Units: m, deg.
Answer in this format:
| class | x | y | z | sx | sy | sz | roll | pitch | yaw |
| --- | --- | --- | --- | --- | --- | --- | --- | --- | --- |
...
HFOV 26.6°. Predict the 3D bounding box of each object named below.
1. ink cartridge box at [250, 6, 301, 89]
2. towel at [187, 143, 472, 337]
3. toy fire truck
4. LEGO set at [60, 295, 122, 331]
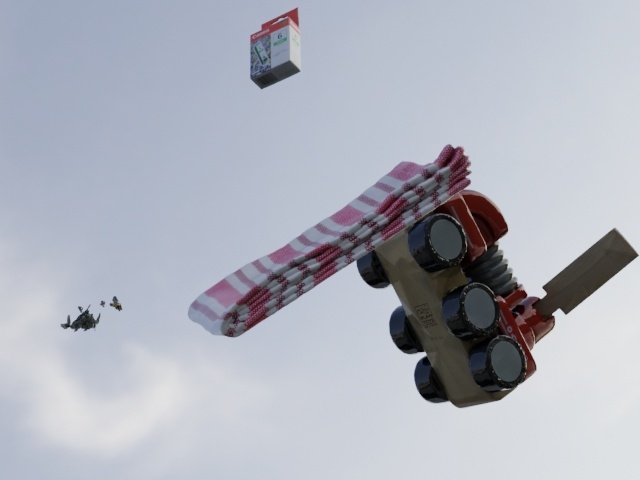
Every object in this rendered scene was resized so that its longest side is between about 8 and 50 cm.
| class | x | y | z | sx | sy | sz | roll | pitch | yaw |
| --- | --- | --- | --- | --- | --- | --- | --- | --- | --- |
| ink cartridge box | -0.059 | -0.255 | 1.742 | 0.063 | 0.115 | 0.029 | -21 | -39 | 25 |
| towel | 0.000 | 0.000 | 0.900 | 0.197 | 0.029 | 0.144 | -33 | 7 | -12 |
| toy fire truck | 0.200 | 0.034 | 1.464 | 0.246 | 0.217 | 0.158 | -29 | 4 | -40 |
| LEGO set | -0.294 | 0.101 | 1.748 | 0.083 | 0.023 | 0.054 | -31 | -30 | 13 |
